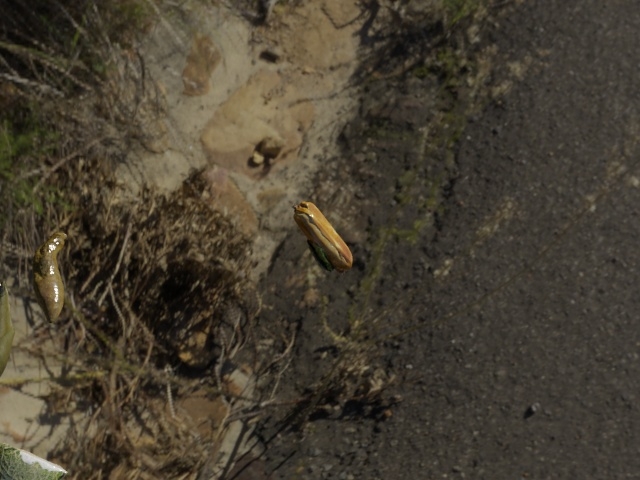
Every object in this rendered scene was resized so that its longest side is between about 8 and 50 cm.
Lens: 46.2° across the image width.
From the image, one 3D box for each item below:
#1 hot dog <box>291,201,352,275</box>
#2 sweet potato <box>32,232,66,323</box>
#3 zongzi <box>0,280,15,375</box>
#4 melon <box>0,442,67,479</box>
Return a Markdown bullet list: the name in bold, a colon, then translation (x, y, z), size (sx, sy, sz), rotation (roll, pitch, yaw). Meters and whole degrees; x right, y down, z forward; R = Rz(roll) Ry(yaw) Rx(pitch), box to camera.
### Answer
- **hot dog**: translation (0.000, 0.000, 1.085), size (0.133, 0.041, 0.056), rotation (51, 20, -19)
- **sweet potato**: translation (-0.351, 0.042, 0.970), size (0.038, 0.041, 0.153), rotation (-24, 49, 14)
- **zongzi**: translation (-0.673, 0.242, 1.410), size (0.123, 0.289, 0.260), rotation (28, 49, -11)
- **melon**: translation (-0.634, 0.480, 1.552), size (0.203, 0.093, 0.139), rotation (-27, 96, -6)
